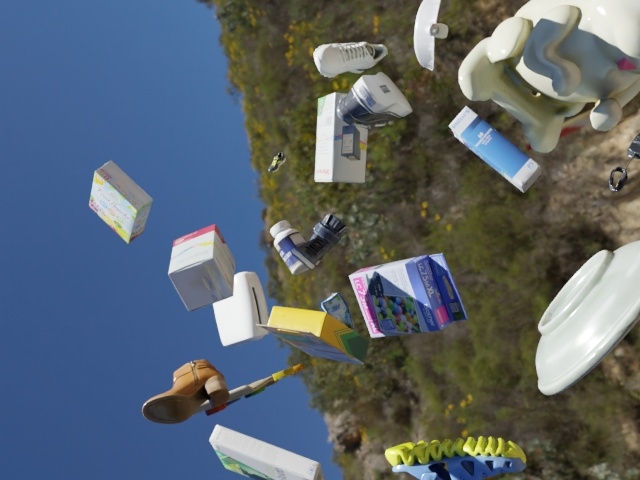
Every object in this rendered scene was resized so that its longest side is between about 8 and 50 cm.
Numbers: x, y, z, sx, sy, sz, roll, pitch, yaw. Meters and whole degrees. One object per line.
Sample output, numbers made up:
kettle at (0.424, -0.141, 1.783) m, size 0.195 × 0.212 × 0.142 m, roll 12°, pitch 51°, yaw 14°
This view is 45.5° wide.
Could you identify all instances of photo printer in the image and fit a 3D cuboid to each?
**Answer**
photo printer at (-0.292, 0.254, 2.813) m, size 0.107 × 0.307 × 0.256 m, roll -9°, pitch -98°, yaw -30°

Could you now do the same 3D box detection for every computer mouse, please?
computer mouse at (0.904, -0.228, 2.205) m, size 0.071 × 0.242 × 0.041 m, roll 26°, pitch 159°, yaw 40°

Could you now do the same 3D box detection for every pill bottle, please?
pill bottle at (-0.094, 0.021, 2.506) m, size 0.169 × 0.094 × 0.094 m, roll 57°, pitch -166°, yaw 17°

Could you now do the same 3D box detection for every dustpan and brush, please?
dustpan and brush at (0.203, -0.382, 1.391) m, size 0.211 × 0.060 × 0.147 m, roll -29°, pitch -53°, yaw -64°

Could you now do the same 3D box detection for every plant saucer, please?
plant saucer at (0.547, 0.130, 1.548) m, size 0.100 × 0.400 × 0.400 m, roll 38°, pitch -165°, yaw 9°

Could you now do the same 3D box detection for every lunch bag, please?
lunch bag at (0.064, 0.268, 2.723) m, size 0.151 × 0.096 × 0.129 m, roll 56°, pitch 173°, yaw -1°

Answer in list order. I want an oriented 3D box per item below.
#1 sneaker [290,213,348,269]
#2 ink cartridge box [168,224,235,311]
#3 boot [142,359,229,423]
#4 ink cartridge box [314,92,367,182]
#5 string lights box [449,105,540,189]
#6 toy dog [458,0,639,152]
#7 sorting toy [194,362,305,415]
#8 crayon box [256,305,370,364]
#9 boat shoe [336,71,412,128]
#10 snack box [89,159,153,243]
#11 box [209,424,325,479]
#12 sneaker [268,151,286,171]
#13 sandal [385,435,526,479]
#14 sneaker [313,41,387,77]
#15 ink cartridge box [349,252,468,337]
sneaker at (-0.001, -0.001, 2.246) m, size 0.086 × 0.163 × 0.226 m, roll 40°, pitch -171°, yaw 4°
ink cartridge box at (-0.301, 0.070, 1.955) m, size 0.176 × 0.127 × 0.128 m, roll -100°, pitch -12°, yaw -62°
boot at (-0.312, 0.332, 1.705) m, size 0.152 × 0.197 × 0.073 m, roll -141°, pitch 48°, yaw -58°
ink cartridge box at (0.050, -0.248, 1.886) m, size 0.154 × 0.093 × 0.212 m, roll -165°, pitch 79°, yaw -73°
string lights box at (0.480, -0.248, 2.096) m, size 0.259 × 0.077 × 0.133 m, roll 43°, pitch -172°, yaw 15°
toy dog at (0.550, -0.390, 1.501) m, size 0.284 × 0.408 × 0.395 m, roll 42°, pitch -112°, yaw -17°
sorting toy at (-0.199, 0.424, 2.138) m, size 0.041 × 0.307 × 0.229 m, roll 69°, pitch -165°, yaw 9°
crayon box at (-0.016, 0.282, 2.324) m, size 0.323 × 0.203 × 0.083 m, roll 38°, pitch -117°, yaw -49°
boat shoe at (0.113, -0.289, 1.642) m, size 0.108 × 0.102 × 0.301 m, roll 53°, pitch -157°, yaw 2°
snack box at (-0.592, -0.111, 2.254) m, size 0.174 × 0.207 × 0.070 m, roll 42°, pitch -126°, yaw 5°
box at (-0.143, 0.640, 2.168) m, size 0.232 × 0.322 × 0.058 m, roll 79°, pitch -147°, yaw -53°
sneaker at (-0.145, -0.255, 2.474) m, size 0.083 × 0.031 × 0.035 m, roll -53°, pitch -33°, yaw -33°
sandal at (0.308, 0.520, 1.722) m, size 0.126 × 0.317 × 0.138 m, roll 8°, pitch -109°, yaw -62°
sneaker at (0.076, -0.485, 2.001) m, size 0.235 × 0.095 × 0.090 m, roll -23°, pitch -80°, yaw -47°
ink cartridge box at (0.218, 0.145, 1.956) m, size 0.065 × 0.311 × 0.186 m, roll -24°, pitch -85°, yaw -41°
